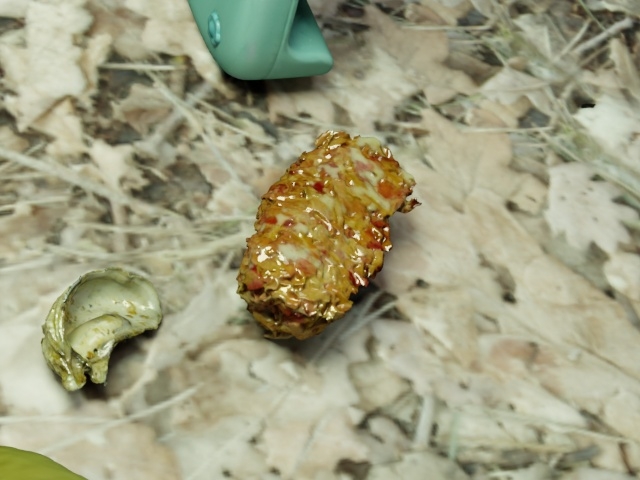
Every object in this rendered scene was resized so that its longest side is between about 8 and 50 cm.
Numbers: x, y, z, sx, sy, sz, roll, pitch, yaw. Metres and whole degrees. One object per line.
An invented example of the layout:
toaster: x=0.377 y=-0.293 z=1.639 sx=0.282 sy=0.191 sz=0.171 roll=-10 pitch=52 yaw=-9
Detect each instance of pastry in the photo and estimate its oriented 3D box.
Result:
pastry: x=-0.002 y=-0.002 z=0.938 sx=0.087 sy=0.063 sz=0.169 roll=35 pitch=42 yaw=0

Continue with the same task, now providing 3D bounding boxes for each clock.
clock: x=-0.029 y=-0.262 z=1.007 sx=0.094 sy=0.274 sz=0.223 roll=-5 pitch=54 yaw=-24

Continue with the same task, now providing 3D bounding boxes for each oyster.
oyster: x=-0.128 y=0.056 z=0.870 sx=0.083 sy=0.038 sz=0.080 roll=11 pitch=53 yaw=-45

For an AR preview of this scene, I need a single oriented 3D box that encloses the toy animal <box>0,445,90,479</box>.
toy animal: x=-0.214 y=0.226 z=0.590 sx=0.180 sy=0.181 sz=0.363 roll=32 pitch=46 yaw=21
